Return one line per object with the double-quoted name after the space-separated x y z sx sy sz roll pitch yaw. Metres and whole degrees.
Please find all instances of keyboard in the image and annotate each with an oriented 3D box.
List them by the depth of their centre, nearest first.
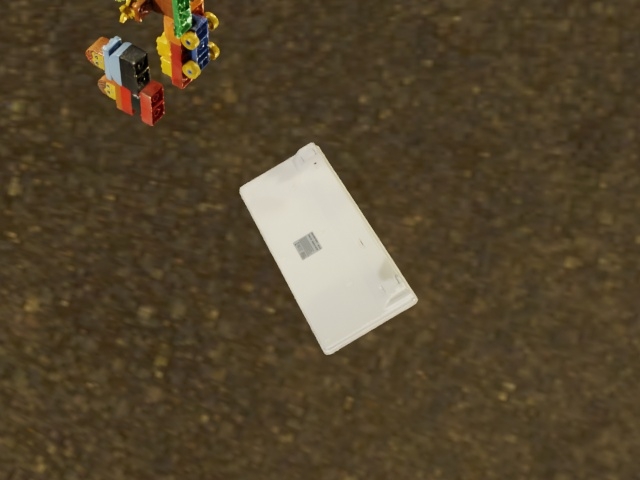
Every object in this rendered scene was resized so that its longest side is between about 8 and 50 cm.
0.000 0.000 1.260 0.072 0.256 0.014 -35 121 3 "keyboard"

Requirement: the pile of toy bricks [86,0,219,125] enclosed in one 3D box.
-0.140 -0.191 1.247 0.118 0.105 0.212 -49 157 -33 "pile of toy bricks"
